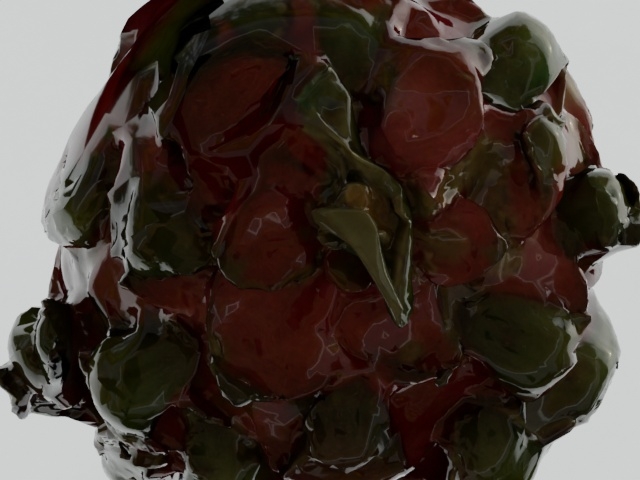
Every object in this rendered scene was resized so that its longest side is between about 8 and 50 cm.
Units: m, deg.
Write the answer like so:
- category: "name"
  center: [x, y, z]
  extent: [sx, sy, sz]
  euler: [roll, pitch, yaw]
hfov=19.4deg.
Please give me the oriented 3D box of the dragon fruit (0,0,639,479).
- category: "dragon fruit"
  center: [-0.003, 0.010, 0.768]
  extent: [0.231, 0.303, 0.237]
  euler: [19, -119, -18]
